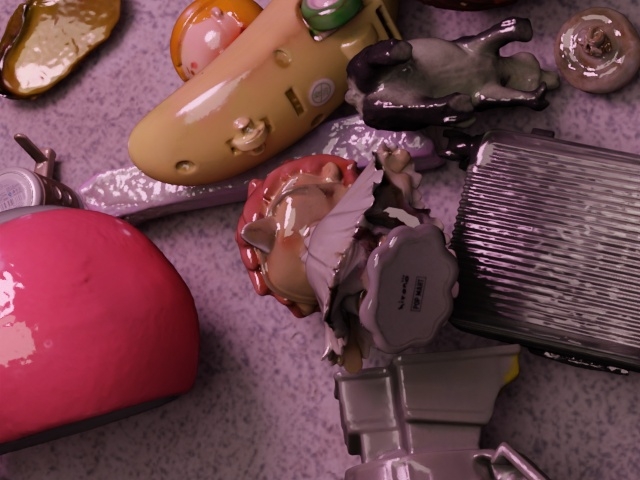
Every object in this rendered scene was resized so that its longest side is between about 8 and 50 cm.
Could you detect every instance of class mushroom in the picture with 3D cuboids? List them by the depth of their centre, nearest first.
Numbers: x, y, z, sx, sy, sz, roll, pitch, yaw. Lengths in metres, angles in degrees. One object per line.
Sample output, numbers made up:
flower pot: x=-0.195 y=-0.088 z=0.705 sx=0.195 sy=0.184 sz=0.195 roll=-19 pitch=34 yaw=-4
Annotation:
mushroom: x=0.259 y=-0.182 z=1.777 sx=0.085 sy=0.079 sz=0.085 roll=-4 pitch=79 yaw=21

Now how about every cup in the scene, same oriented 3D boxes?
cup: x=-0.290 y=-0.047 z=1.936 sx=0.074 sy=0.099 sz=0.102 roll=24 pitch=88 yaw=21

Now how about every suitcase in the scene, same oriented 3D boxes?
suitcase: x=0.246 y=0.014 z=1.717 sx=0.312 sy=0.128 sz=0.202 roll=13 pitch=86 yaw=21

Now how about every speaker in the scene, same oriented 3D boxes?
speaker: x=-0.258 y=0.097 z=1.786 sx=0.294 sy=0.294 sz=0.294 roll=-4 pitch=78 yaw=19

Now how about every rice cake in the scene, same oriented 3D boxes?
rice cake: x=-0.053 y=-0.072 z=1.873 sx=0.399 sy=0.070 sz=0.064 roll=-11 pitch=79 yaw=18

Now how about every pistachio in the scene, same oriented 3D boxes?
pistachio: x=-0.281 y=-0.220 z=1.994 sx=0.173 sy=0.049 sz=0.089 roll=-40 pitch=94 yaw=6

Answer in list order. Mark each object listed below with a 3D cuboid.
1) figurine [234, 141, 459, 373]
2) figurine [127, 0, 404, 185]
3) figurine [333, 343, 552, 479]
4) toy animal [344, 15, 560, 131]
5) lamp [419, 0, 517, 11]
figurine: x=0.000 y=0.000 z=1.718 sx=0.387 sy=0.166 sz=0.207 roll=29 pitch=112 yaw=62
figurine: x=-0.061 y=-0.180 z=1.838 sx=0.324 sy=0.124 sz=0.222 roll=-40 pitch=41 yaw=-10
figurine: x=0.098 y=0.251 z=1.702 sx=0.342 sy=0.167 sz=0.285 roll=-34 pitch=59 yaw=57
toy animal: x=0.128 y=-0.149 z=1.756 sx=0.121 sy=0.225 sz=0.094 roll=-10 pitch=92 yaw=60
lamp: x=0.141 y=-0.331 z=1.779 sx=0.247 sy=0.247 sz=0.247 roll=-4 pitch=78 yaw=19
